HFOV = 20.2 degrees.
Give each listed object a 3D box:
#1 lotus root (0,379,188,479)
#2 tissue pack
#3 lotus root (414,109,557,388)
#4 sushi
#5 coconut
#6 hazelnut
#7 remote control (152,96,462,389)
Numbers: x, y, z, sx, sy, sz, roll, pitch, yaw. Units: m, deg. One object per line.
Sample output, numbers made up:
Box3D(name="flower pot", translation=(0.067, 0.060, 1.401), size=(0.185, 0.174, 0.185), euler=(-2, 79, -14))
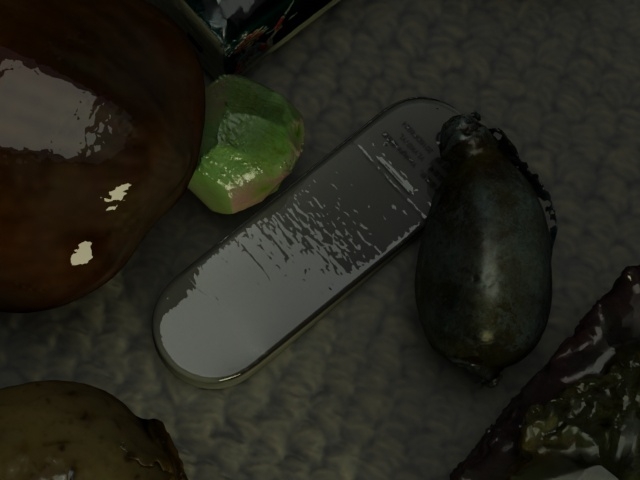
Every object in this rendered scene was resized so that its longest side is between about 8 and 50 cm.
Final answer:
Box3D(name="lotus root", translation=(-0.208, 0.175, 0.975), size=(0.284, 0.146, 0.160), euler=(-20, 54, -16))
Box3D(name="tissue pack", translation=(-0.025, -0.188, 1.127), size=(0.170, 0.090, 0.103), euler=(-38, 75, -14))
Box3D(name="lotus root", translation=(0.101, 0.006, 1.072), size=(0.088, 0.088, 0.165), euler=(2, 75, -2))
Box3D(name="sushi", translation=(0.170, 0.145, 1.024), size=(0.161, 0.107, 0.241), euler=(39, 74, 6))
Box3D(name="coconut", translation=(-0.051, -0.059, 1.092), size=(0.082, 0.081, 0.083), euler=(-35, 36, 23))
Box3D(name="hazelnut", translation=(-0.174, -0.070, 1.025), size=(0.186, 0.210, 0.210), euler=(39, 72, -20))
Box3D(name="remote control", translation=(0.000, 0.000, 1.104), size=(0.245, 0.022, 0.077), euler=(-39, 80, -14))
